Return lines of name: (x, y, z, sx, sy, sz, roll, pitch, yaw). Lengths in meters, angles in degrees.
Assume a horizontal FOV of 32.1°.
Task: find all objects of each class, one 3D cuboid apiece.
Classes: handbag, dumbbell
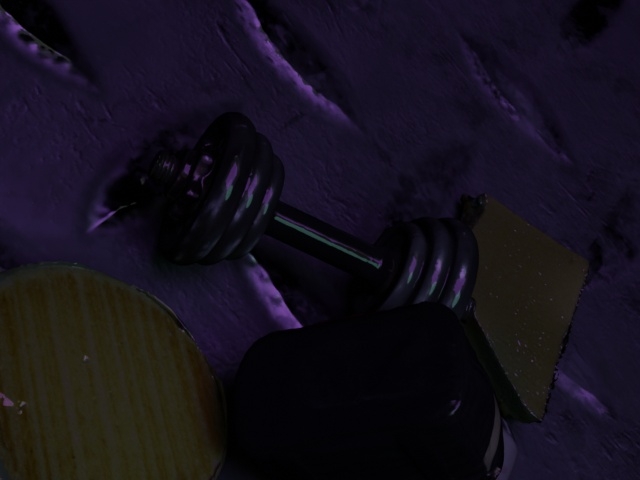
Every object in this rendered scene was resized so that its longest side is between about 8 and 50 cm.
handbag: (0.052, 0.172, 1.124, 0.181, 0.255, 0.181, 59, 22, -48)
dumbbell: (0.000, 0.000, 1.216, 0.406, 0.179, 0.179, 26, 60, -20)

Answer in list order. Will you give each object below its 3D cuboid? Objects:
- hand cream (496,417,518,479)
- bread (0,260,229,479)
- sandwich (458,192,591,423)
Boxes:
hand cream: (0.094, 0.338, 1.184, 0.185, 0.118, 0.358, 40, 62, -19)
bread: (-0.220, 0.147, 1.072, 0.301, 0.045, 0.301, 24, 43, -24)
sandwich: (0.212, 0.077, 1.386, 0.212, 0.063, 0.245, 33, 57, -11)
